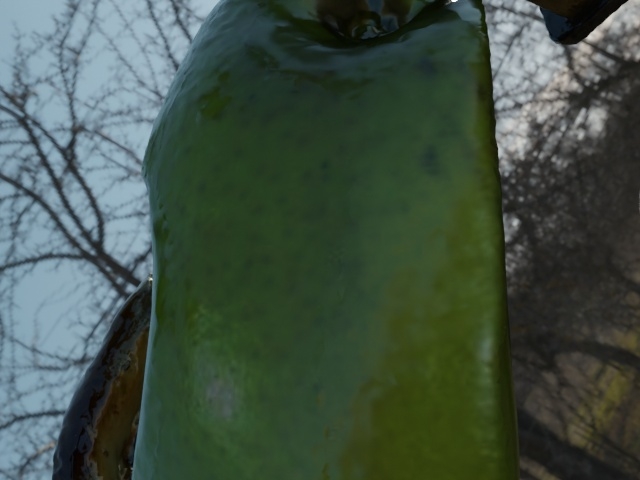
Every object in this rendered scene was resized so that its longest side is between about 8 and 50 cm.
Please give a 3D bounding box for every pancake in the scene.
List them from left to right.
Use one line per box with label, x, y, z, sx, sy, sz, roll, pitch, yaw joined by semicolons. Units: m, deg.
pancake;-0.112;0.149;0.816;0.057;0.244;0.266;53;-128;-50

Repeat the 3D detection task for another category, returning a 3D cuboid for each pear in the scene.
pear;0.000;0.000;0.463;0.286;0.176;0.282;-49;-43;-79

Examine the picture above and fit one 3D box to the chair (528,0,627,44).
chair;0.184;-0.238;0.521;0.240;0.416;0.203;-38;46;38
